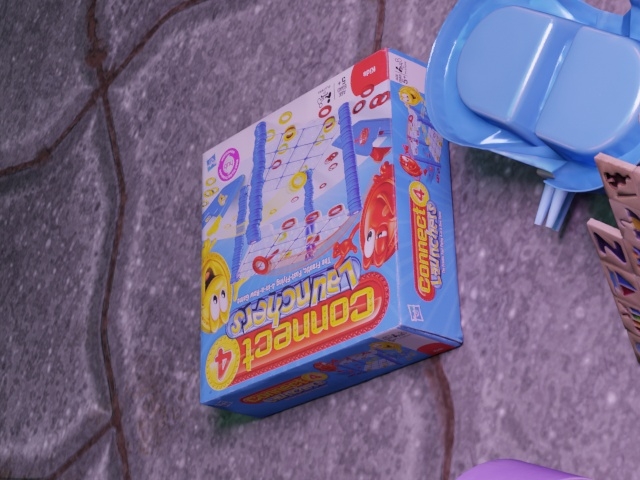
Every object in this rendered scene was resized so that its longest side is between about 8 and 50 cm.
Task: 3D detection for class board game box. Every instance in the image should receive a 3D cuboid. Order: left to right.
[{"bbox_3d":[0.000,0.000,1.494,0.308,0.086,0.302,-26,56,42],"label":"board game box"}]

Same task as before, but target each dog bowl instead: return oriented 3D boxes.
[{"bbox_3d":[0.210,-0.131,1.219,0.297,0.074,0.166,31,100,52],"label":"dog bowl"}]

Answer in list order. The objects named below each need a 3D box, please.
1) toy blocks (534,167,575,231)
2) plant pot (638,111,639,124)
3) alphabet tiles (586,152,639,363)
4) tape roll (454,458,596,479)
[{"bbox_3d":[0.248,-0.074,1.253,0.123,0.054,0.148,20,91,52],"label":"toy blocks"},{"bbox_3d":[0.406,-0.041,0.890,0.248,0.252,0.247,-46,44,28],"label":"plant pot"},{"bbox_3d":[0.276,0.042,1.056,0.009,0.237,0.198,-38,35,-17],"label":"alphabet tiles"},{"bbox_3d":[0.159,0.269,1.109,0.080,0.189,0.189,5,79,51],"label":"tape roll"}]
